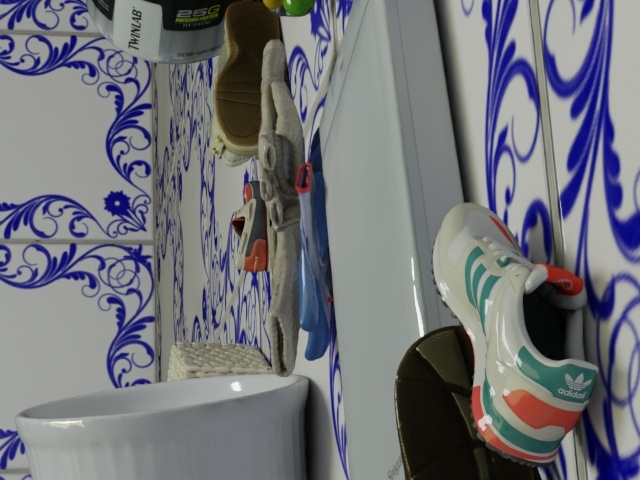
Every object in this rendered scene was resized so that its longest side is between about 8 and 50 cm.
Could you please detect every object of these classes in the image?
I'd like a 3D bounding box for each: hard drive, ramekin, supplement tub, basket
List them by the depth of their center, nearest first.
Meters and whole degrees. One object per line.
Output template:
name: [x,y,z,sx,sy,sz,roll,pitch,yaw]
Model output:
hard drive: [0.048,0.015,1.014,0.233,0.047,0.353,108,159,-59]
ramekin: [-0.141,0.210,1.436,0.277,0.277,0.135,178,85,-79]
supplement tub: [-0.157,-0.376,1.704,0.338,0.207,0.207,104,163,-54]
basket: [-0.116,0.177,1.712,0.167,0.113,0.103,-150,64,-78]

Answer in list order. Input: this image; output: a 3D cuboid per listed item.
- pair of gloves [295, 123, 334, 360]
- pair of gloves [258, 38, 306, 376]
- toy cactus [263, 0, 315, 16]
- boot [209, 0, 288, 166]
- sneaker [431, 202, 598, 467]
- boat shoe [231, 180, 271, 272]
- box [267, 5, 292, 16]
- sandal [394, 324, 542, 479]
pair of gloves: [0.000,0.000,1.224,0.198,0.023,0.159,-80,-13,-66]
pair of gloves: [-0.027,-0.032,1.312,0.204,0.042,0.240,-90,-3,-61]
toy cactus: [-0.048,-0.312,1.354,0.180,0.112,0.219,88,-179,-70]
boot: [-0.083,-0.133,1.654,0.165,0.077,0.213,103,169,-48]
sneaker: [0.101,0.028,0.744,0.161,0.057,0.075,-98,30,-45]
boat shoe: [-0.078,-0.018,1.708,0.049,0.043,0.137,99,168,-45]
box: [-0.039,-0.266,1.574,0.083,0.018,0.067,-136,47,-76]
sandal: [0.074,0.154,0.778,0.060,0.090,0.219,71,-166,-70]
